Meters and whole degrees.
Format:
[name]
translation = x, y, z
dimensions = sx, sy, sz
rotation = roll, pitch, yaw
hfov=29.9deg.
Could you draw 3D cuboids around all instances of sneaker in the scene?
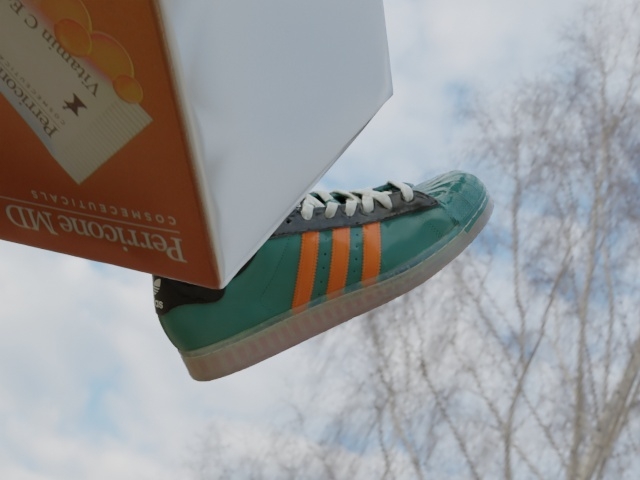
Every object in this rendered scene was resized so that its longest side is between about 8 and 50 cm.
[sneaker]
translation = 0.000, 0.000, 1.009
dimensions = 0.121, 0.302, 0.108
rotation = 64, -7, -17

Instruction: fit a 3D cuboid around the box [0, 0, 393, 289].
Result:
[box]
translation = -0.115, -0.180, 0.480
dimensions = 0.215, 0.168, 0.345
rotation = 11, -50, 27
